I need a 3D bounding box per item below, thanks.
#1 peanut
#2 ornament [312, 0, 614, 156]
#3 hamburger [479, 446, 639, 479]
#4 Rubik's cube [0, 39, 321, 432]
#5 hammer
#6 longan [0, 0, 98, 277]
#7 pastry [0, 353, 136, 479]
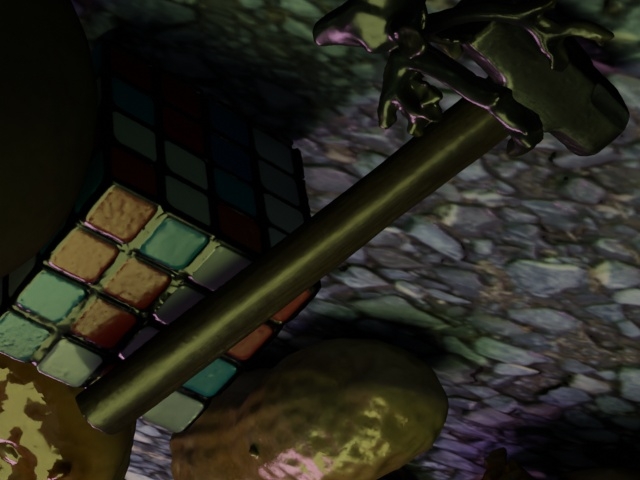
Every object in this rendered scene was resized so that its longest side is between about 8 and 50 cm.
[{"bbox_3d":[-0.013,0.157,1.610,0.149,0.149,0.313,25,150,-20],"label":"peanut"},{"bbox_3d":[0.060,-0.139,0.938,0.202,0.080,0.236,-22,124,44],"label":"ornament"},{"bbox_3d":[0.212,0.314,1.669,0.268,0.287,0.445,-25,156,-10],"label":"hamburger"},{"bbox_3d":[-0.109,-0.002,1.229,0.155,0.154,0.151,28,121,-25],"label":"Rubik's cube"},{"bbox_3d":[0.000,0.000,1.122,0.365,0.043,0.111,-38,124,19],"label":"hammer"},{"bbox_3d":[-0.231,-0.090,1.082,0.248,0.248,0.248,13,156,6],"label":"longan"},{"bbox_3d":[-0.276,0.114,1.493,0.316,0.184,0.284,-22,108,29],"label":"pastry"}]
